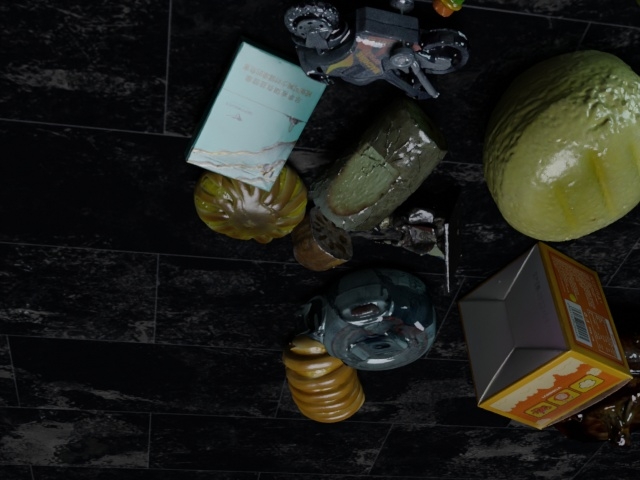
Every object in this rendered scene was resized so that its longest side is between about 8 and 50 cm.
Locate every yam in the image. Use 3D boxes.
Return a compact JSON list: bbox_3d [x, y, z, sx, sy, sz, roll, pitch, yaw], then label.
[{"bbox_3d":[0.112,-0.134,1.477,0.154,0.154,0.254,24,127,-29],"label":"yam"}]

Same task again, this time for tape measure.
[{"bbox_3d":[0.118,0.184,1.843,0.275,0.147,0.256,-30,134,29],"label":"tape measure"}]

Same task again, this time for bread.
[{"bbox_3d":[0.005,0.340,2.035,0.173,0.121,0.311,-9,138,8],"label":"bread"},{"bbox_3d":[-0.128,-0.072,1.561,0.214,0.104,0.213,-2,136,-2],"label":"bread"},{"bbox_3d":[0.423,-0.147,1.410,0.321,0.237,0.320,-3,143,-3],"label":"bread"}]

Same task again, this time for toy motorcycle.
[{"bbox_3d":[0.078,-0.298,1.309,0.307,0.108,0.173,10,157,-19],"label":"toy motorcycle"}]

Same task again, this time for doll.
[{"bbox_3d":[0.241,0.019,1.750,0.125,0.027,0.037,19,127,-24],"label":"doll"}]

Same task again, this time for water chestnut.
[{"bbox_3d":[0.661,0.354,1.961,0.351,0.302,0.350,-5,138,-5],"label":"water chestnut"}]

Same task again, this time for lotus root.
[{"bbox_3d":[0.003,0.001,1.639,0.112,0.122,0.081,17,138,-35],"label":"lotus root"}]

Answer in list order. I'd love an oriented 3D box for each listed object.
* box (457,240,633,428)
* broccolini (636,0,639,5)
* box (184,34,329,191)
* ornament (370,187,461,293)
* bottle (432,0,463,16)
[{"bbox_3d":[0.472,0.207,1.790,0.214,0.283,0.259,24,133,-27],"label":"box"},{"bbox_3d":[0.508,-0.306,1.278,0.079,0.073,0.392,-26,153,24],"label":"broccolini"},{"bbox_3d":[-0.109,-0.207,1.400,0.162,0.041,0.229,19,115,-24],"label":"box"},{"bbox_3d":[0.171,-0.014,1.637,0.196,0.166,0.153,6,120,17],"label":"ornament"},{"bbox_3d":[0.234,-0.405,1.228,0.069,0.069,0.187,22,135,-27],"label":"bottle"}]
